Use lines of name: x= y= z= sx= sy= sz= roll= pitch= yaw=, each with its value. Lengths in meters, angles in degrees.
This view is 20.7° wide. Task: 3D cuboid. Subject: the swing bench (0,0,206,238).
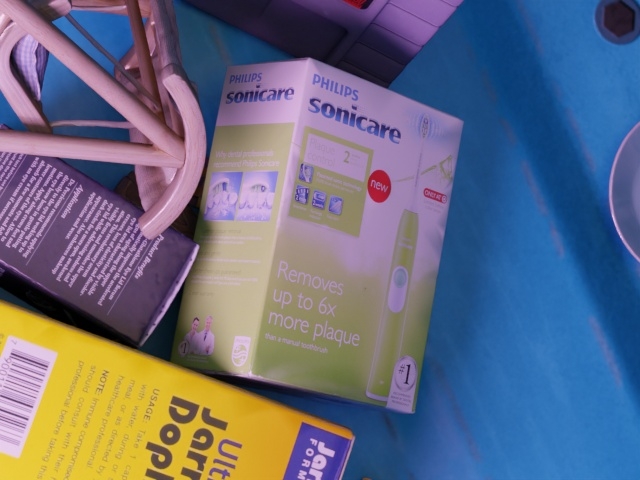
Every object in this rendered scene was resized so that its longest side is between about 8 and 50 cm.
swing bench: x=-0.213 y=-0.172 z=1.470 sx=0.254 sy=0.253 sz=0.165 roll=22 pitch=120 yaw=-29

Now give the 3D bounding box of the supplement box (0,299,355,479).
supplement box: x=-0.183 y=0.196 z=1.520 sx=0.356 sy=0.194 sz=0.195 roll=21 pitch=79 yaw=-12

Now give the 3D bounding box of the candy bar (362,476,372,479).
candy bar: x=0.042 y=0.309 z=1.662 sx=0.040 sy=0.018 sz=0.161 roll=14 pitch=80 yaw=-13

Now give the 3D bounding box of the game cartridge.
game cartridge: x=-0.053 y=-0.268 z=1.583 sx=0.355 sy=0.230 sz=0.068 roll=26 pitch=64 yaw=-11

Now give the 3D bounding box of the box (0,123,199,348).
box: x=-0.230 y=0.004 z=1.549 sx=0.207 sy=0.153 sz=0.108 roll=32 pitch=77 yaw=-11

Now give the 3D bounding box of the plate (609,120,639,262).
plate: x=0.377 y=-0.045 z=1.784 sx=0.188 sy=0.024 sz=0.188 roll=2 pitch=84 yaw=-14

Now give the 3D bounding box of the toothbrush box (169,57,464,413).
toothbrush box: x=0.000 y=0.000 z=1.589 sx=0.206 sy=0.122 sz=0.283 roll=18 pitch=77 yaw=-41

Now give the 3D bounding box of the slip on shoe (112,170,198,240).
slip on shoe: x=-0.132 y=-0.016 z=1.630 sx=0.135 sy=0.051 sz=0.041 roll=31 pitch=91 yaw=-3

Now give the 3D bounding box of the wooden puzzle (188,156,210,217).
wooden puzzle: x=-0.107 y=-0.052 z=1.662 sx=0.049 sy=0.006 sz=0.083 roll=19 pitch=80 yaw=-13
